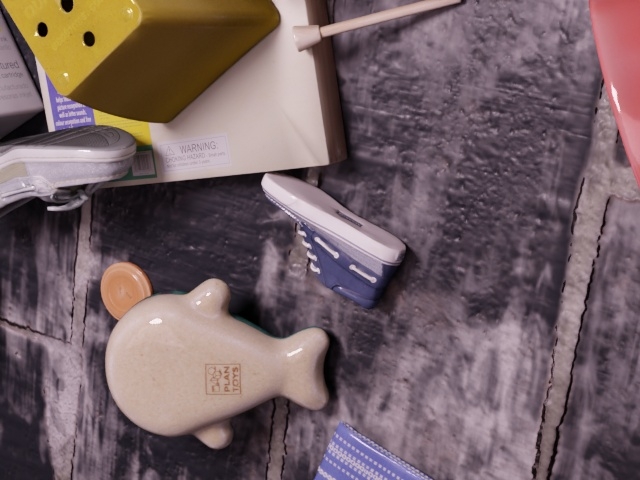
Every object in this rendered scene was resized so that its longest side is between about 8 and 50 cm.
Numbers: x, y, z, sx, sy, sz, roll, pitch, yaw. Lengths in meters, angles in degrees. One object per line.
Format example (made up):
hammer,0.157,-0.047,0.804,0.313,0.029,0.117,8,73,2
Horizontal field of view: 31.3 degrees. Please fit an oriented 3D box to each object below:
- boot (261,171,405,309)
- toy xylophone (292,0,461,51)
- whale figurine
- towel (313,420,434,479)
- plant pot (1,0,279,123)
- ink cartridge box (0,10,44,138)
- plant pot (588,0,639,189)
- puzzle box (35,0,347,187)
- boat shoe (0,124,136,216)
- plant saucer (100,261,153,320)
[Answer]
boot,0.000,0.000,1.309,0.190,0.069,0.086,33,113,17
toy xylophone,0.032,-0.324,1.158,0.323,0.081,0.236,-17,106,15
whale figurine,-0.121,0.145,1.397,0.272,0.141,0.216,-1,103,5
towel,0.069,0.418,1.396,0.243,0.040,0.336,29,112,23
plant pot,-0.214,-0.258,1.241,0.212,0.187,0.212,-36,83,31
ink cartridge box,-0.562,-0.292,1.436,0.160,0.279,0.384,-26,88,31
plant pot,0.387,-0.129,0.963,0.243,0.275,0.275,-18,92,23
puzzle box,-0.172,-0.209,1.369,0.409,0.052,0.272,-3,101,30
boat shoe,-0.344,-0.076,1.406,0.320,0.118,0.103,-5,105,35
plant saucer,-0.257,0.070,1.505,0.083,0.013,0.083,7,106,28
